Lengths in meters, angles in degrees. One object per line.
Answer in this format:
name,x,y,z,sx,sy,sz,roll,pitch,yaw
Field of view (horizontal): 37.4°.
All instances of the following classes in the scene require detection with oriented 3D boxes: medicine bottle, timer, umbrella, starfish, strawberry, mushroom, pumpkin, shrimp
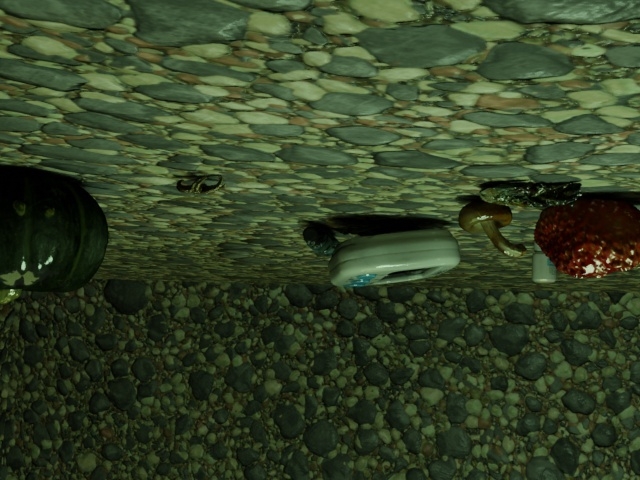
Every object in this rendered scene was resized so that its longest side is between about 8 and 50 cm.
medicine bottle,0.479,0.045,2.022,0.052,0.089,0.052,2,173,0
timer,0.140,0.034,1.857,0.237,0.087,0.262,-7,172,-10
umbrella,-0.001,-0.002,1.999,0.053,0.052,0.250,35,-179,13
starfish,-0.185,-0.084,1.463,0.078,0.028,0.091,1,178,-5
strawberry,0.423,-0.022,1.474,0.236,0.107,0.175,-1,-151,36
mushroom,0.284,-0.025,1.541,0.129,0.073,0.088,37,140,-13
pumpkin,-0.492,0.000,1.533,0.300,0.207,0.300,3,173,0
shrimp,0.303,-0.066,1.385,0.161,0.034,0.091,-3,171,44

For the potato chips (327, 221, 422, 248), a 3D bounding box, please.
potato chips,0.101,-0.011,1.914,0.202,0.029,0.220,-6,171,17
